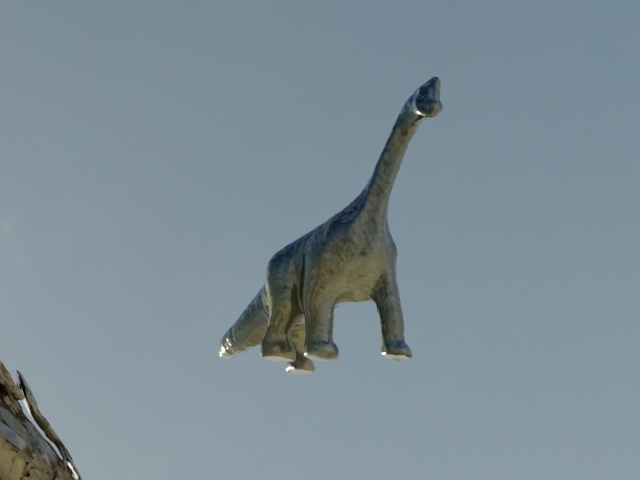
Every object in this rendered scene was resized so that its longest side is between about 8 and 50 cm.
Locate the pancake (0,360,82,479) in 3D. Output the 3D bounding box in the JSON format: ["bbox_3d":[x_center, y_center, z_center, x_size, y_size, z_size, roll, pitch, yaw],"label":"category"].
[{"bbox_3d":[-0.193,0.052,0.683,0.071,0.382,0.382,-34,-38,2],"label":"pancake"}]

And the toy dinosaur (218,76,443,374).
[{"bbox_3d":[0.000,0.000,1.186,0.075,0.247,0.188,15,-109,-33],"label":"toy dinosaur"}]
